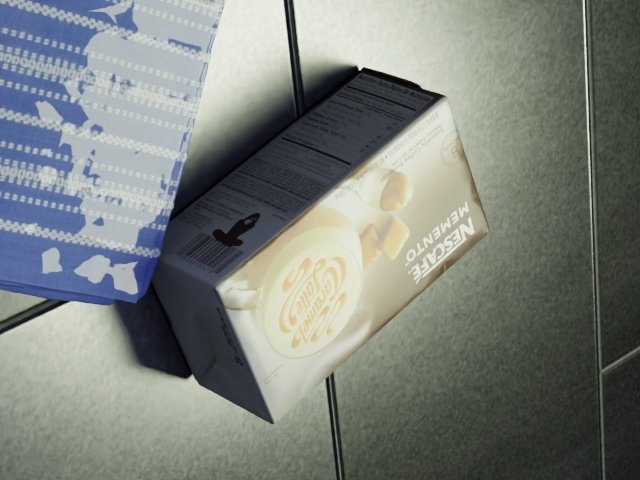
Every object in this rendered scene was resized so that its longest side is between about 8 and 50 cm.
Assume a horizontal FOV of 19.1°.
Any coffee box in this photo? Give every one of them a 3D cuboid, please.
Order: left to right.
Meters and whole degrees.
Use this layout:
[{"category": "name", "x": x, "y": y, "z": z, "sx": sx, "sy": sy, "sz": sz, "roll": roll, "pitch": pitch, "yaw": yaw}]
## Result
[{"category": "coffee box", "x": 0.000, "y": 0.000, "z": 1.440, "sx": 0.246, "sy": 0.098, "sz": 0.141, "roll": -39, "pitch": 130, "yaw": -26}]

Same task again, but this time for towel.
[{"category": "towel", "x": -0.177, "y": -0.126, "z": 1.272, "sx": 0.243, "sy": 0.040, "sz": 0.336, "roll": 11, "pitch": 97, "yaw": -43}]
